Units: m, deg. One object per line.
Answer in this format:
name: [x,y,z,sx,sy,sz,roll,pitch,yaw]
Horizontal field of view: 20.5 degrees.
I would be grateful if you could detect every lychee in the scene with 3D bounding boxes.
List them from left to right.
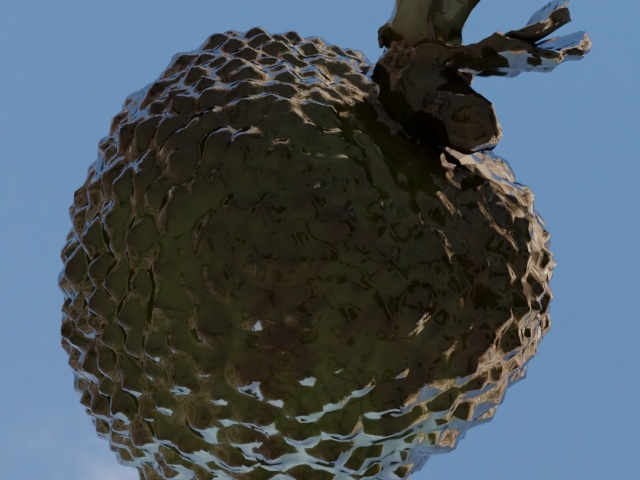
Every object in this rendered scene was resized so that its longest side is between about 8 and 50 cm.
lychee: [-0.006,0.009,0.953,0.270,0.320,0.270,12,-127,-16]
